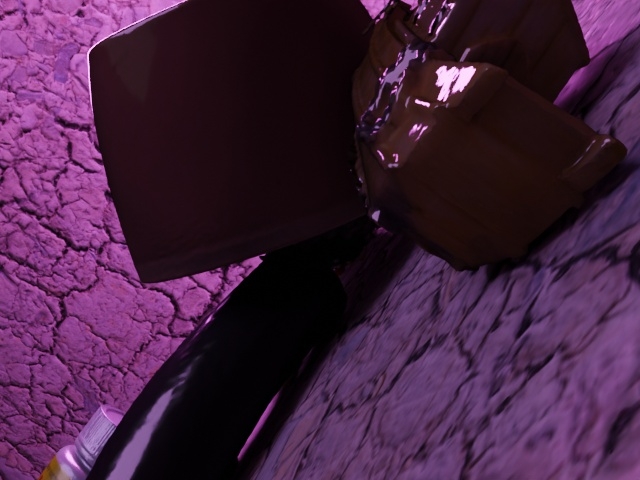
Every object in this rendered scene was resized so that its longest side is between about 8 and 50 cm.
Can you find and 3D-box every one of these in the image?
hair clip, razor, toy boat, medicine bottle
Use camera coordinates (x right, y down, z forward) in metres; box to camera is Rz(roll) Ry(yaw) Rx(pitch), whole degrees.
[{"bbox_3d":[0.001,0.002,1.108,0.138,0.091,0.321,-19,7,-2],"label":"hair clip"},{"bbox_3d":[-0.105,0.154,0.888,0.327,0.107,0.189,-55,5,-28],"label":"razor"},{"bbox_3d":[0.099,-0.099,0.649,0.162,0.136,0.445,-56,8,16],"label":"toy boat"},{"bbox_3d":[-0.268,0.314,1.169,0.225,0.139,0.139,-54,4,-3],"label":"medicine bottle"}]

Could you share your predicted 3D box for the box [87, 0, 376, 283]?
[{"bbox_3d":[-0.062,-0.111,0.927,0.301,0.216,0.301,-22,9,4],"label":"box"}]
